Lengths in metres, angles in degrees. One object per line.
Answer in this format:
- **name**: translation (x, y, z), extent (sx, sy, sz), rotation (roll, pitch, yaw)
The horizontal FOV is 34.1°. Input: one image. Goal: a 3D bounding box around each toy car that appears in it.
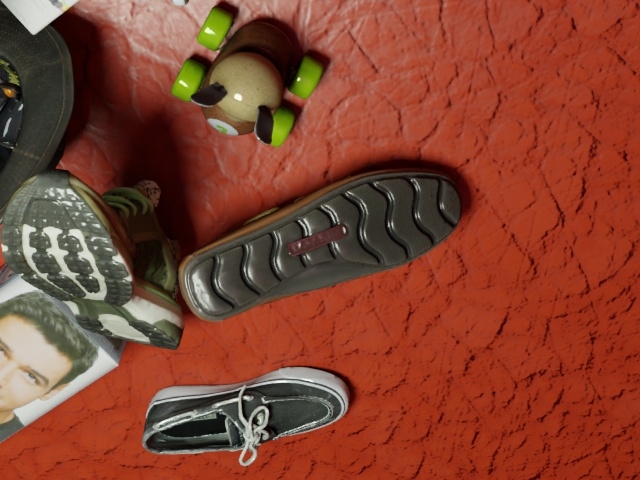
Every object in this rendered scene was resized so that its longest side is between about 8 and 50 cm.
- **toy car**: translation (-0.094, -0.169, 1.237), extent (0.155, 0.188, 0.149), rotation (26, 117, -11)

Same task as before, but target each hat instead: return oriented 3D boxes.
- **hat**: translation (-0.409, -0.119, 1.284), extent (0.331, 0.331, 0.134), rotation (-21, 156, 14)

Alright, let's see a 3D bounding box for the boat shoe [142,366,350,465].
- **boat shoe**: translation (-0.110, 0.260, 1.523), extent (0.306, 0.105, 0.113), rotation (-2, 119, 5)

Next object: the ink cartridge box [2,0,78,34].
- **ink cartridge box**: translation (-0.270, -0.314, 1.175), extent (0.181, 0.104, 0.061), rotation (-19, 119, 44)

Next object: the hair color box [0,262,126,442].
- **hair color box**: translation (-0.473, 0.175, 1.491), extent (0.374, 0.113, 0.185), rotation (-33, 112, 19)

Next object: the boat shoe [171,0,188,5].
- **boat shoe**: translation (-0.200, -0.364, 1.211), extent (0.083, 0.065, 0.183), rotation (-2, 114, 9)

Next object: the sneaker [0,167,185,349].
- **sneaker**: translation (-0.259, -0.009, 1.274), extent (0.158, 0.182, 0.410), rotation (7, 157, 9)

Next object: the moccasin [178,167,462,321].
- **moccasin**: translation (0.001, 0.003, 1.359), extent (0.380, 0.147, 0.139), rotation (-26, 100, -4)
